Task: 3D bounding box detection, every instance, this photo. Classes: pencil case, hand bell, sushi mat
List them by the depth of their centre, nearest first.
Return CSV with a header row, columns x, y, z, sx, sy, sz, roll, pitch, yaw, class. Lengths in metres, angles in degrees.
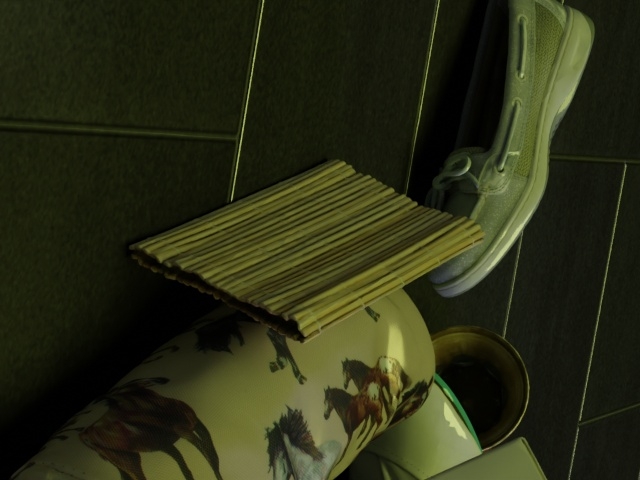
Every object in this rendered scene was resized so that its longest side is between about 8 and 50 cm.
x,y,z,sx,sy,sz,roll,pitch,yaw,class
-0.062,0.149,1.359,0.410,0.160,0.184,-40,126,-53,pencil case
0.000,0.000,1.436,0.316,0.151,0.019,-26,135,-59,sushi mat
0.152,0.180,1.917,0.242,0.126,0.126,66,42,-68,hand bell

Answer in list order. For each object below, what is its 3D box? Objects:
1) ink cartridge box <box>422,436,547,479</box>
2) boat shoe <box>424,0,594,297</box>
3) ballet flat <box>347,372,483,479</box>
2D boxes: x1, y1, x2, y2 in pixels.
x,y,z,sx,sy,sz,roll,pitch,yaw,class
0.073,0.277,1.529,0.197,0.114,0.273,-22,164,-18,ink cartridge box
0.158,-0.097,1.792,0.118,0.103,0.320,-21,-138,65,boat shoe
0.087,0.260,1.774,0.139,0.139,0.400,-62,154,-29,ballet flat
